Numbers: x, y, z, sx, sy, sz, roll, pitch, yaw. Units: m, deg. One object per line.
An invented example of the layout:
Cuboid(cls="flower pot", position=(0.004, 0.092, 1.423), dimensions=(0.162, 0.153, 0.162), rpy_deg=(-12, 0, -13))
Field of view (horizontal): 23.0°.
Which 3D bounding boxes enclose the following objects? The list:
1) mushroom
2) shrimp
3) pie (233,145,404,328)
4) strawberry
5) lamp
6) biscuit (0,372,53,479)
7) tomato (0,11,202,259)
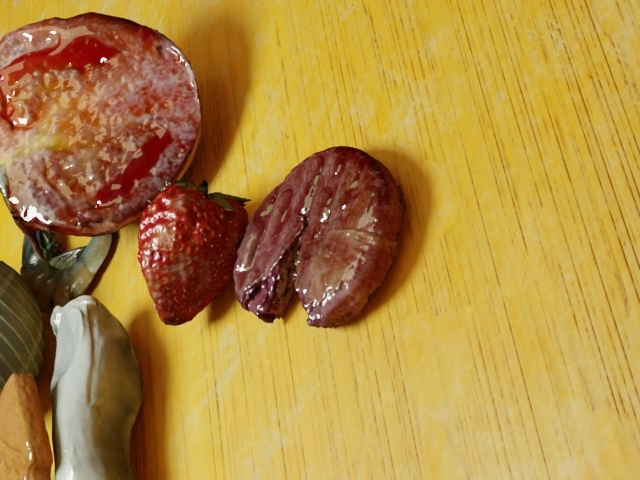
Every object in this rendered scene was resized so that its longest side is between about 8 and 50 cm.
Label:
Cuboid(cls="mushroom", position=(-0.246, 0.209, 1.708), dimensions=(0.097, 0.109, 0.351), rpy_deg=(-21, 48, 15))
Cuboid(cls="shrimp", position=(-0.320, -0.007, 1.995), dimensions=(0.150, 0.051, 0.217), rpy_deg=(-32, 49, 22))
Cuboid(cls="pie", position=(0.000, 0.000, 1.623), dimensions=(0.218, 0.054, 0.204), rpy_deg=(26, 86, 55))
Cuboid(cls="strawberry", position=(-0.141, 0.010, 1.714), dimensions=(0.131, 0.131, 0.148), rpy_deg=(-23, 56, 37))
Cuboid(cls="lamp", position=(-0.448, 0.115, 1.908), dimensions=(0.265, 0.233, 0.233), rpy_deg=(-24, 47, 57))
Cuboid(cls="biscuit", position=(-0.333, 0.296, 1.700), dimensions=(0.284, 0.043, 0.306), rpy_deg=(3, 93, 63))
Cuboid(cls="tomato", position=(-0.280, -0.131, 1.922), dimensions=(0.309, 0.170, 0.309), rpy_deg=(-1, 76, 5))
